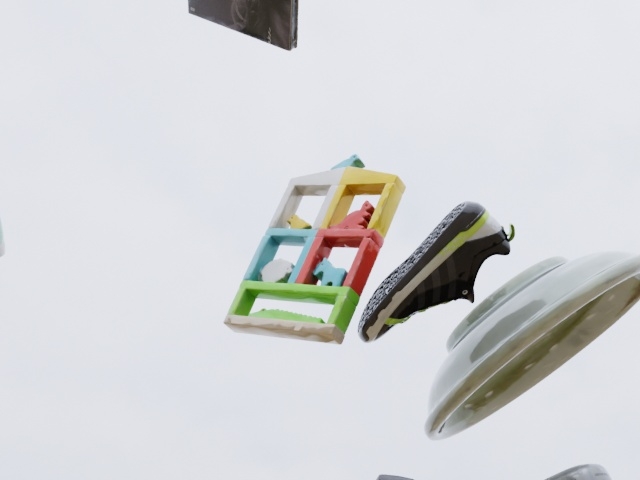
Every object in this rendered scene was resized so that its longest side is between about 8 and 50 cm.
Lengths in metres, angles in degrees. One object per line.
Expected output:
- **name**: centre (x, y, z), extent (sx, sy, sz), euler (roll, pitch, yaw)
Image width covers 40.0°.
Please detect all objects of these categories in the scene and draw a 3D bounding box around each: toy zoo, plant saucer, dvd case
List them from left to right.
- **dvd case**: centre (-0.086, -0.329, 0.935), extent (0.165, 0.018, 0.221), euler (28, -50, 32)
- **toy zoo**: centre (0.000, 0.000, 1.201), extent (0.192, 0.293, 0.030), euler (2, -33, 40)
- **plant saucer**: centre (0.288, 0.125, 1.231), extent (0.401, 0.100, 0.400), euler (-30, -23, -14)

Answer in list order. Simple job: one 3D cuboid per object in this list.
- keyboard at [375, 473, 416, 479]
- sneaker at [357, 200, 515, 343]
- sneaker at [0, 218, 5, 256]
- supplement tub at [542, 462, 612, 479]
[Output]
- **keyboard**: centre (0.012, 0.256, 0.667), extent (0.100, 0.038, 0.192), euler (31, -89, -27)
- **sneaker**: centre (0.146, 0.057, 1.088), extent (0.097, 0.084, 0.234), euler (42, -79, -6)
- **sneaker**: centre (-0.522, -0.069, 1.134), extent (0.256, 0.094, 0.151), euler (10, -69, 14)
- **supplement tub**: centre (0.335, 0.379, 1.066), extent (0.117, 0.190, 0.117), euler (-16, -34, -11)
